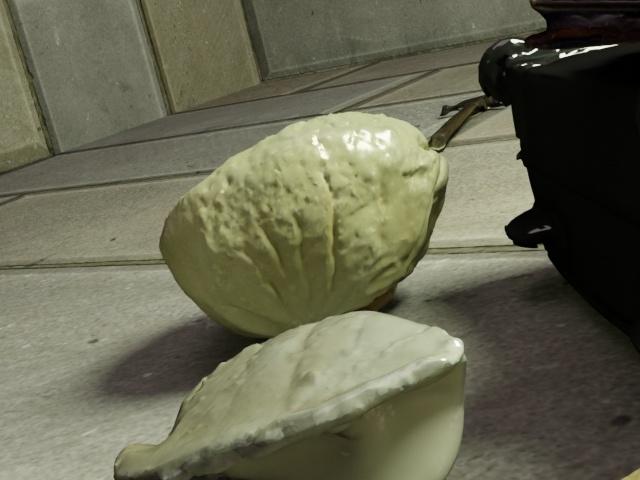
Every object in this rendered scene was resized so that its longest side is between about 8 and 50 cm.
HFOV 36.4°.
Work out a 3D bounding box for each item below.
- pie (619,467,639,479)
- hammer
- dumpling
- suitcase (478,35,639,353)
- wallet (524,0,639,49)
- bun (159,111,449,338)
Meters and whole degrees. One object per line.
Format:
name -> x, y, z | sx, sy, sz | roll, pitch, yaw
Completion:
pie -> 0.140, 0.118, 0.293 | 0.185, 0.052, 0.218 | -17, 11, 8
hammer -> 0.200, -0.174, 1.421 | 0.125, 0.027, 0.297 | -13, 13, 25
dumpling -> -0.013, 0.092, 0.448 | 0.150, 0.092, 0.176 | -20, 14, -33
suitcase -> 0.293, -0.061, 0.562 | 0.339, 0.188, 0.345 | -15, 12, -1
wallet -> 0.216, -0.129, 0.468 | 0.195, 0.042, 0.161 | 3, 18, 42
bun -> 0.000, 0.000, 0.713 | 0.220, 0.134, 0.220 | -23, -12, -5
